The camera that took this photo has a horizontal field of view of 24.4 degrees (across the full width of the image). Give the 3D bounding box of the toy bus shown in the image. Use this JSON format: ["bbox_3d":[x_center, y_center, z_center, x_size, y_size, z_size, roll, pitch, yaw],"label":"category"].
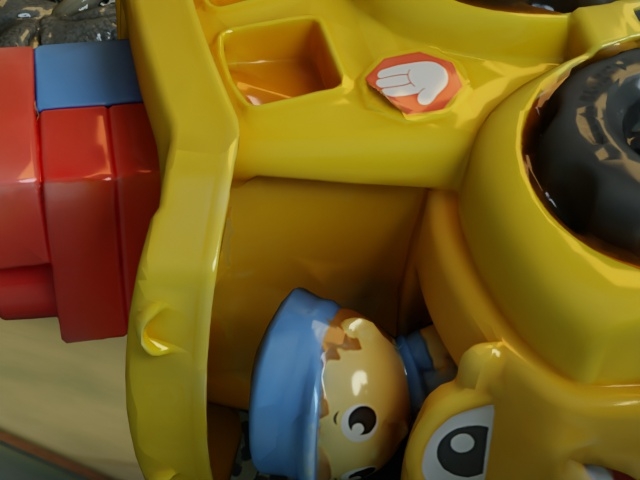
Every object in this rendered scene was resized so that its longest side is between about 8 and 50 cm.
[{"bbox_3d":[0.000,0.000,0.386,0.211,0.149,0.220,-7,44,-12],"label":"toy bus"}]

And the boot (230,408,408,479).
[{"bbox_3d":[0.051,0.063,0.525,0.179,0.085,0.236,19,18,-4],"label":"boot"}]

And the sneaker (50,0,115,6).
[{"bbox_3d":[-0.154,-0.103,0.824,0.344,0.146,0.134,-4,24,-40],"label":"sneaker"}]

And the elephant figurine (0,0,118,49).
[{"bbox_3d":[-0.169,-0.067,0.643,0.239,0.169,0.186,1,35,-46],"label":"elephant figurine"}]
